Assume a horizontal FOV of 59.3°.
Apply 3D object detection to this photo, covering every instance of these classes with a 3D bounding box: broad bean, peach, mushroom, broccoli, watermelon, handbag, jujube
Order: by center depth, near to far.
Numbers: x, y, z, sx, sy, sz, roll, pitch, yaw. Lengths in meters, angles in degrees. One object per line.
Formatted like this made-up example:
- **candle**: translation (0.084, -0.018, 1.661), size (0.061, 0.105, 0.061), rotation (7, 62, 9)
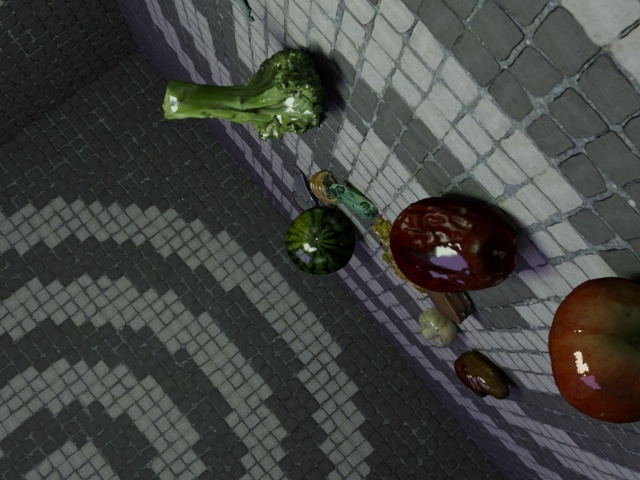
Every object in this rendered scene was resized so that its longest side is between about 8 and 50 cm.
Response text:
- **peach**: translation (0.489, 0.185, 0.929), size (0.232, 0.232, 0.256), rotation (47, 172, 18)
- **jujube**: translation (0.291, 0.013, 1.264), size (0.223, 0.223, 0.318), rotation (54, 162, -19)
- **broccoli**: translation (-0.190, -0.368, 1.492), size (0.353, 0.398, 0.274), rotation (63, -170, -69)
- **handbag**: translation (0.390, 0.165, 1.742), size (0.193, 0.072, 0.151), rotation (56, 169, -22)
- **broad bean**: translation (0.567, 0.483, 1.987), size (0.228, 0.122, 0.156), rotation (44, 167, 50)
- **mushroom**: translation (0.421, 0.321, 2.043), size (0.154, 0.123, 0.154), rotation (51, 165, 19)
- **watermelon**: translation (0.000, 0.000, 2.281), size (0.285, 0.285, 0.285), rotation (49, 170, 11)

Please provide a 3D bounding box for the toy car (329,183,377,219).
- **toy car**: translation (0.113, -0.139, 1.891), size (0.186, 0.058, 0.093), rotation (34, 165, 18)

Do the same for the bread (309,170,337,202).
- **bread**: translation (0.014, -0.194, 2.069), size (0.119, 0.084, 0.177), rotation (53, 174, -13)

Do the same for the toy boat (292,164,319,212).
- **toy boat**: translation (-0.081, -0.209, 2.504), size (0.219, 0.072, 0.318), rotation (30, 155, 56)

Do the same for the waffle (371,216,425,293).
- **waffle**: translation (0.277, 0.067, 1.897), size (0.260, 0.069, 0.293), rotation (44, 170, 37)

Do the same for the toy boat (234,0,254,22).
- **toy boat**: translation (-0.229, -0.660, 1.536), size (0.149, 0.034, 0.105), rotation (55, 171, -23)
